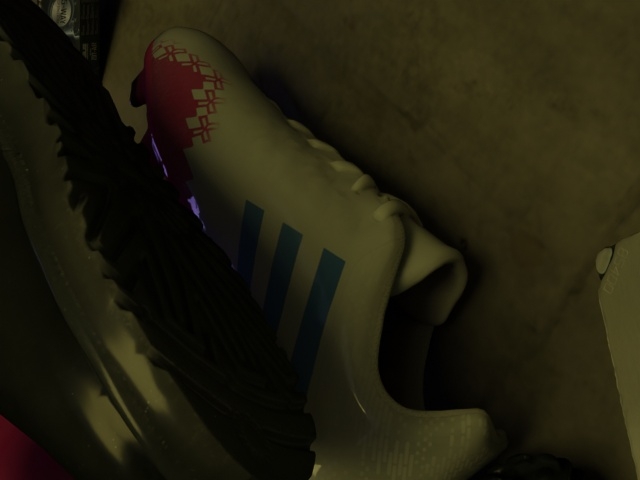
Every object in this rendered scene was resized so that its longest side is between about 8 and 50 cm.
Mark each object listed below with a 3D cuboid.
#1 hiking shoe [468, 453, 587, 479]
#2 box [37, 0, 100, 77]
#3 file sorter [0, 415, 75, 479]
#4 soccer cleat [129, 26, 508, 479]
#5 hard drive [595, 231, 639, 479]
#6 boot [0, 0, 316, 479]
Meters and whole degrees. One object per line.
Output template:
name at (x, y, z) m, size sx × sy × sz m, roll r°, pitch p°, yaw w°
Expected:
hiking shoe at (0.057, 0.242, 0.565) m, size 0.132 × 0.113 × 0.304 m, roll 34°, pitch 102°, yaw 3°
box at (-0.191, -0.163, 0.873) m, size 0.067 × 0.018 × 0.083 m, roll 31°, pitch 125°, yaw 42°
file sorter at (-0.286, 0.053, 0.847) m, size 0.202 × 0.182 × 0.291 m, roll -52°, pitch 54°, yaw 29°
soccer cleat at (0.000, 0.000, 0.639) m, size 0.143 × 0.116 × 0.331 m, roll -28°, pitch 63°, yaw 16°
hard drive at (0.237, 0.066, 0.353) m, size 0.339 × 0.064 × 0.237 m, roll -31°, pitch 64°, yaw 57°
boot at (-0.249, 0.121, 0.581) m, size 0.445 × 0.146 × 0.367 m, roll -42°, pitch 48°, yaw 8°
